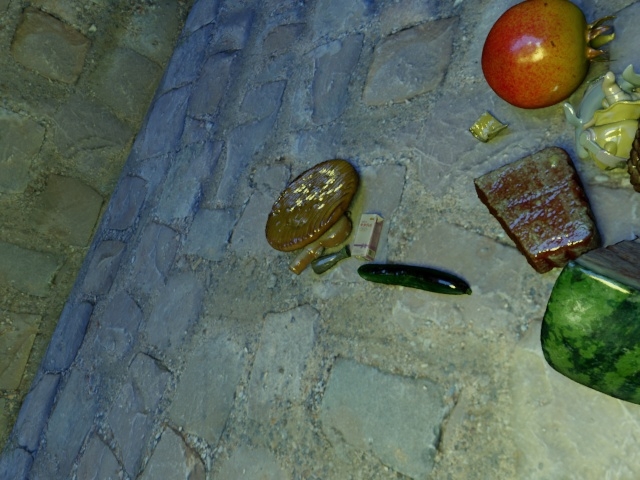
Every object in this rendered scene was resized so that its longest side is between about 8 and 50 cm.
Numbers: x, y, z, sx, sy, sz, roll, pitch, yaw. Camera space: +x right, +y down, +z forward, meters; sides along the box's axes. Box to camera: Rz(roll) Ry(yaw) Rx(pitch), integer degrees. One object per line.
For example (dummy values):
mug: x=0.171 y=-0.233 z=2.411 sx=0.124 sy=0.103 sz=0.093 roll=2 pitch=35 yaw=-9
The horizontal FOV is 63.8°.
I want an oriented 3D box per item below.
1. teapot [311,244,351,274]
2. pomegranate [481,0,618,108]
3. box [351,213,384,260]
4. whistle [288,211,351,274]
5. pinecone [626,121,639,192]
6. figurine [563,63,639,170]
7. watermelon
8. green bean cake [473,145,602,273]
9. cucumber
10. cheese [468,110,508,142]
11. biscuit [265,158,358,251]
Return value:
teapot: x=0.030 y=0.049 z=1.337 sx=0.111 sy=0.043 sz=0.042 roll=-28 pitch=52 yaw=26
pomegranate: x=0.461 y=-0.387 z=1.050 sx=0.257 sy=0.221 sz=0.220 roll=-6 pitch=65 yaw=32
box: x=0.118 y=-0.008 z=1.288 sx=0.051 sy=0.036 sz=0.117 roll=1 pitch=70 yaw=42
whistle: x=0.000 y=0.000 z=1.345 sx=0.220 sy=0.057 sz=0.107 roll=-46 pitch=35 yaw=-10
pinecone: x=0.598 y=-0.136 z=0.802 sx=0.205 sy=0.184 sz=0.179 roll=-7 pitch=95 yaw=46
figurine: x=0.537 y=-0.225 z=0.937 sx=0.208 sy=0.129 sz=0.183 roll=108 pitch=159 yaw=-56
watermelon: x=0.503 y=0.126 z=0.765 sx=0.293 sy=0.283 sz=0.250 roll=-28 pitch=56 yaw=-21
green bean cake: x=0.415 y=-0.051 z=0.995 sx=0.199 sy=0.097 sz=0.232 roll=-27 pitch=53 yaw=28
cucumber: x=0.202 y=0.082 z=1.154 sx=0.284 sy=0.056 sz=0.056 roll=7 pitch=74 yaw=39
cheese: x=0.386 y=-0.251 z=1.165 sx=0.060 sy=0.041 sz=0.084 roll=-46 pitch=33 yaw=5
biscuit: x=-0.032 y=-0.103 z=1.413 sx=0.318 sy=0.040 sz=0.317 roll=-31 pitch=36 yaw=25
